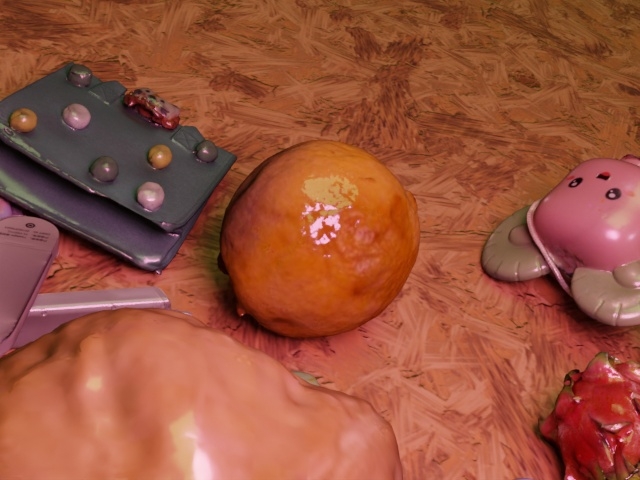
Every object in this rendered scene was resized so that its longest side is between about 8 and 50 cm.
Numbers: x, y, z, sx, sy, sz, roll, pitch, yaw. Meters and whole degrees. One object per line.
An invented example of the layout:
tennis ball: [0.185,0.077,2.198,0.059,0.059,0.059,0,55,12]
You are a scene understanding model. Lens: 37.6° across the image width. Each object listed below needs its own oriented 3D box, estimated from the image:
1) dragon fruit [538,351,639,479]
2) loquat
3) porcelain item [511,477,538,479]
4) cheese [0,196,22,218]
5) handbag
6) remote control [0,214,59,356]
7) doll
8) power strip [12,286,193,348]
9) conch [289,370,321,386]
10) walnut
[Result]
dragon fruit: [0.308,0.222,0.992,0.135,0.137,0.236,14,40,0]
loquat: [0.000,0.000,1.066,0.238,0.238,0.193,-1,35,-24]
porcelain item: [0.154,0.324,0.812,0.141,0.141,0.259,25,46,9]
cheese: [-0.412,-0.005,1.043,0.135,0.052,0.245,13,38,-7]
handbag: [-0.257,-0.112,1.162,0.268,0.100,0.274,29,32,-2]
remote control: [-0.323,0.041,0.952,0.077,0.022,0.245,11,29,-7]
doll: [0.384,0.010,1.264,0.268,0.216,0.284,-38,38,-23]
power strip: [-0.258,0.083,0.991,0.252,0.060,0.027,-3,42,-25]
conch: [-0.076,0.190,0.909,0.250,0.137,0.144,4,64,12]
walnut: [-0.102,0.230,0.627,0.383,0.384,0.384,11,38,-9]
